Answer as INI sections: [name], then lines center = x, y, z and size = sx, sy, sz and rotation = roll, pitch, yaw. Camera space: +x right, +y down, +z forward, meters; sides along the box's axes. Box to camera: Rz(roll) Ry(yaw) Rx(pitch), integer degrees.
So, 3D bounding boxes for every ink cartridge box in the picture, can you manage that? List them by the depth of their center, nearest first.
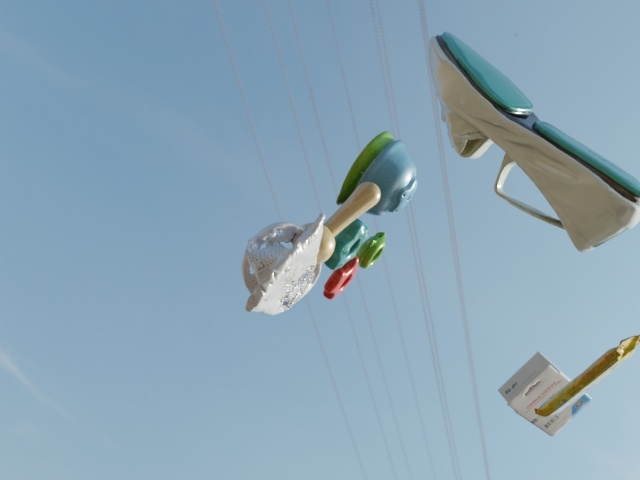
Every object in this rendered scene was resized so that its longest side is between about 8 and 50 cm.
[ink cartridge box]
center = 0.390, 0.267, 1.211
size = 0.104, 0.060, 0.180
rotation = -46, -52, 9

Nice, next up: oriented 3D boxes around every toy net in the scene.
[toy net]
center = 0.000, 0.000, 0.484
size = 0.045, 0.232, 0.122
rotation = 37, -57, 14

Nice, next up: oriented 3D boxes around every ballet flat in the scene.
[ballet flat]
center = 0.262, -0.137, 0.954
size = 0.400, 0.139, 0.139
rotation = 49, -39, 27

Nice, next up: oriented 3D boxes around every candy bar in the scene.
[candy bar]
center = 0.283, 0.147, 0.726
size = 0.018, 0.040, 0.162
rotation = 60, -36, 28
